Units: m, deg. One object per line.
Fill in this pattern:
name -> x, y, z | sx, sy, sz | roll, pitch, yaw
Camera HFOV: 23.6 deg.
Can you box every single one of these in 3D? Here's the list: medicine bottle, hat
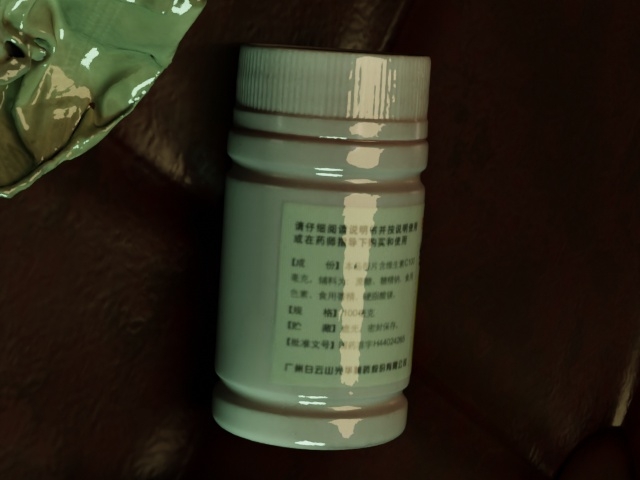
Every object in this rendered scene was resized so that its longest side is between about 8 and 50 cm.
medicine bottle -> 0.000, 0.000, 0.994 | 0.133, 0.133, 0.249 | -6, 101, -47
hat -> -0.191, -0.155, 0.802 | 0.214, 0.149, 0.244 | -15, 75, -25
